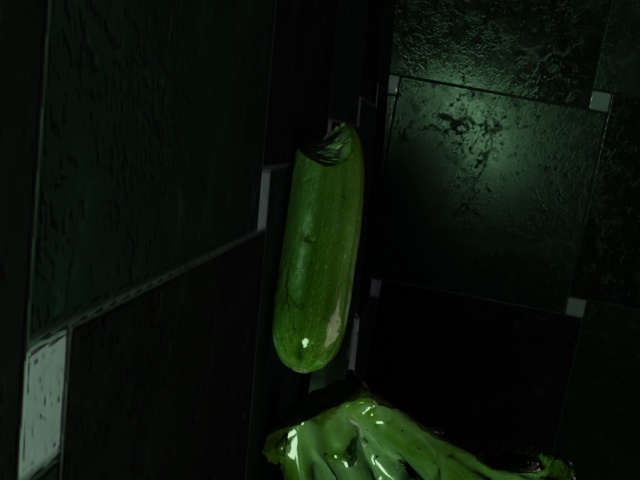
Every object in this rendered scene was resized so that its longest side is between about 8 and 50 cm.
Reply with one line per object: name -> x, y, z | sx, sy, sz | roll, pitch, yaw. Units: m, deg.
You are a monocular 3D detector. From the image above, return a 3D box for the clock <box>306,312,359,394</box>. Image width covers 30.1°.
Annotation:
clock -> 0.009, 0.201, 1.415 | 0.236, 0.053, 0.236 | 8, 90, -85

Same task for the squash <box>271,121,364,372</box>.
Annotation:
squash -> 0.000, 0.000, 1.027 | 0.069, 0.069, 0.239 | 86, 11, -63

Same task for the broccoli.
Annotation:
broccoli -> 0.068, 0.259, 1.072 | 0.283, 0.321, 0.304 | 63, -2, -8
